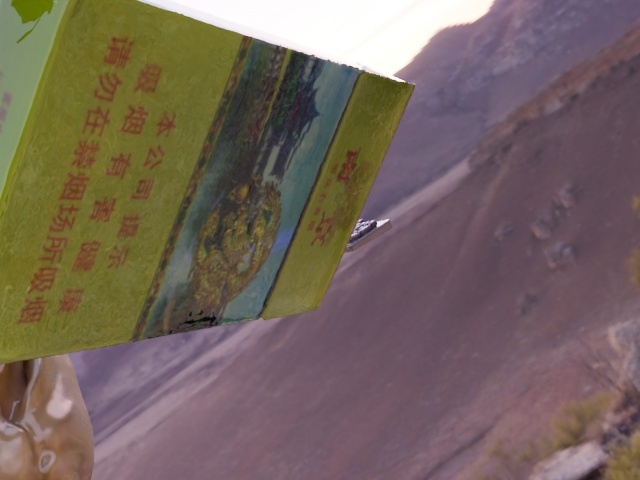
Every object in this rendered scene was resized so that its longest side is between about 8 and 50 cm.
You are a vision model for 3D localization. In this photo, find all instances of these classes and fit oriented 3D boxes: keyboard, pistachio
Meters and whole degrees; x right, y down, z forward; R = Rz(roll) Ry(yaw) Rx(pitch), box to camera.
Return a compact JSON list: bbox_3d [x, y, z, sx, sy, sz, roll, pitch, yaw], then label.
[{"bbox_3d":[0.000,0.000,0.849,0.055,0.017,0.166,-29,11,-33],"label":"keyboard"},{"bbox_3d":[-0.217,0.114,0.581,0.117,0.200,0.145,0,-61,-30],"label":"pistachio"}]

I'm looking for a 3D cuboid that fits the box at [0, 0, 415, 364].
[{"bbox_3d":[-0.063,-0.034,0.525,0.335,0.047,0.187,-3,-62,-61],"label":"box"}]
